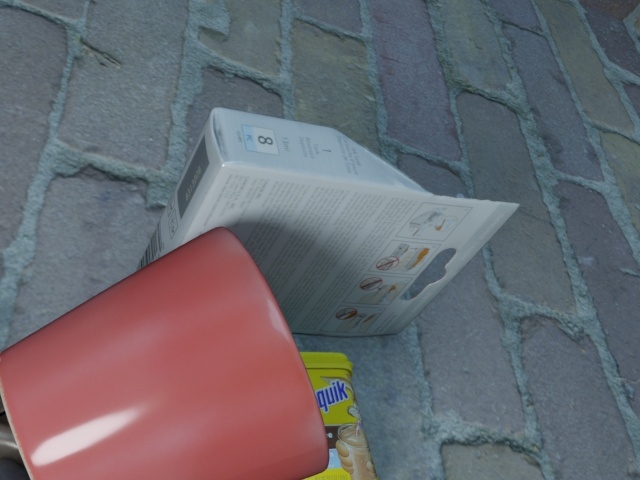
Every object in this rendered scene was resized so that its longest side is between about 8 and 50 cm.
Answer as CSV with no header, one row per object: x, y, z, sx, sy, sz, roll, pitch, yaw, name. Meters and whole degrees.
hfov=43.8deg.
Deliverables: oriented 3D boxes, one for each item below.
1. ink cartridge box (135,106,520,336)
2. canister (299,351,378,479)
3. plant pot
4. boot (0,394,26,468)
0.000,0.000,0.974,0.385,0.308,0.091,5,51,-28,ink cartridge box
-0.006,0.224,0.942,0.126,0.073,0.170,4,52,-28,canister
-0.157,0.150,0.769,0.243,0.275,0.275,-22,63,-16,plant pot
-0.335,0.205,0.788,0.087,0.042,0.118,-25,66,-36,boot
